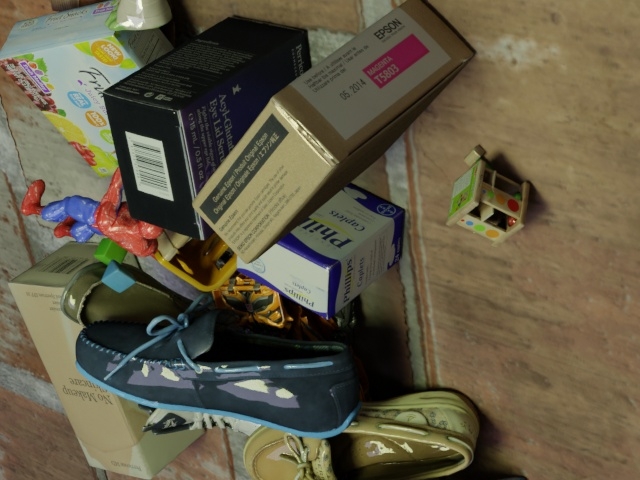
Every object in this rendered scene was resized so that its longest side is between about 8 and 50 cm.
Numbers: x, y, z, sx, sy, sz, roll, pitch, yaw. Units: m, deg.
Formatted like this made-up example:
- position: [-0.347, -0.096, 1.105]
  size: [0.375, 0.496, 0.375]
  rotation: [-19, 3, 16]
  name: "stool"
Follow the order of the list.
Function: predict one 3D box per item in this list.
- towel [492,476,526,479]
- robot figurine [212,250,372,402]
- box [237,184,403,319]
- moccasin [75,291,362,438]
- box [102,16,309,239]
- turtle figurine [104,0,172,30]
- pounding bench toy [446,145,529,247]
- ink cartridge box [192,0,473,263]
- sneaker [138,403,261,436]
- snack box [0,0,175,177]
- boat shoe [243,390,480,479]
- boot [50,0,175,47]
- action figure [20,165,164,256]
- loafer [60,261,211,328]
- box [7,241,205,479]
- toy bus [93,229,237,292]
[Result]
- position: [0.066, 0.312, 1.507]
  size: [0.209, 0.285, 0.034]
  rotation: [-42, 55, 51]
  name: "towel"
- position: [-0.034, 0.134, 1.586]
  size: [0.211, 0.085, 0.291]
  rotation: [-4, 117, 39]
  name: "robot figurine"
- position: [0.000, 0.000, 1.412]
  size: [0.126, 0.137, 0.072]
  rotation: [27, 134, 27]
  name: "box"
- position: [-0.114, 0.124, 1.500]
  size: [0.342, 0.137, 0.116]
  rotation: [8, 117, 11]
  name: "moccasin"
- position: [-0.107, -0.121, 1.368]
  size: [0.108, 0.207, 0.153]
  rotation: [17, 131, 34]
  name: "box"
- position: [-0.225, -0.348, 1.266]
  size: [0.198, 0.275, 0.266]
  rotation: [-122, 17, -53]
  name: "turtle figurine"
- position: [0.169, -0.047, 1.289]
  size: [0.065, 0.083, 0.052]
  rotation: [24, 146, -17]
  name: "pounding bench toy"
- position: [0.011, -0.105, 1.246]
  size: [0.088, 0.235, 0.193]
  rotation: [47, 140, 4]
  name: "ink cartridge box"
- position: [-0.154, 0.226, 1.718]
  size: [0.235, 0.153, 0.094]
  rotation: [41, 141, 13]
  name: "sneaker"
- position: [-0.230, -0.167, 1.476]
  size: [0.174, 0.070, 0.207]
  rotation: [-5, 142, 31]
  name: "snack box"
- position: [0.039, 0.239, 1.505]
  size: [0.285, 0.089, 0.104]
  rotation: [-15, 112, 17]
  name: "boat shoe"
- position: [-0.230, -0.219, 1.520]
  size: [0.152, 0.073, 0.197]
  rotation: [14, 134, 28]
  name: "boot"
- position: [-0.235, -0.058, 1.511]
  size: [0.091, 0.139, 0.280]
  rotation: [36, 167, -33]
  name: "action figure"
- position: [-0.205, 0.097, 1.626]
  size: [0.087, 0.251, 0.094]
  rotation: [32, 98, 48]
  name: "loafer"
- position: [-0.293, 0.166, 1.827]
  size: [0.148, 0.121, 0.311]
  rotation: [1, 119, 42]
  name: "box"
- position: [-0.158, -0.024, 1.565]
  size: [0.191, 0.202, 0.104]
  rotation: [-16, 138, 41]
  name: "toy bus"
